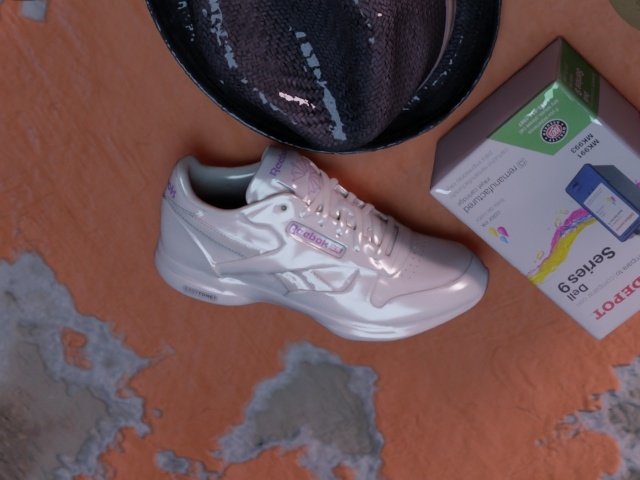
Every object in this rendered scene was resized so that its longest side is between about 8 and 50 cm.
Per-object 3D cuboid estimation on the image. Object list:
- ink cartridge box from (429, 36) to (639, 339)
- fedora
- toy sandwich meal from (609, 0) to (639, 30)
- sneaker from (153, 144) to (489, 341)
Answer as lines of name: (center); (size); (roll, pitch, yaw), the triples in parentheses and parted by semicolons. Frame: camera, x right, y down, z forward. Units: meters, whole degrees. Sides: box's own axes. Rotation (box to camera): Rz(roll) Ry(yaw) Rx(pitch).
ink cartridge box: (0.222, -0.041, 1.450); (0.212, 0.093, 0.154); (40, 119, -17)
fedora: (-0.012, -0.191, 1.366); (0.334, 0.152, 0.334); (5, 122, 8)
toy sandwich meal: (0.266, -0.203, 1.368); (0.085, 0.029, 0.085); (34, 156, 17)
sneaker: (0.000, 0.000, 1.495); (0.305, 0.114, 0.152); (9, 128, 5)
